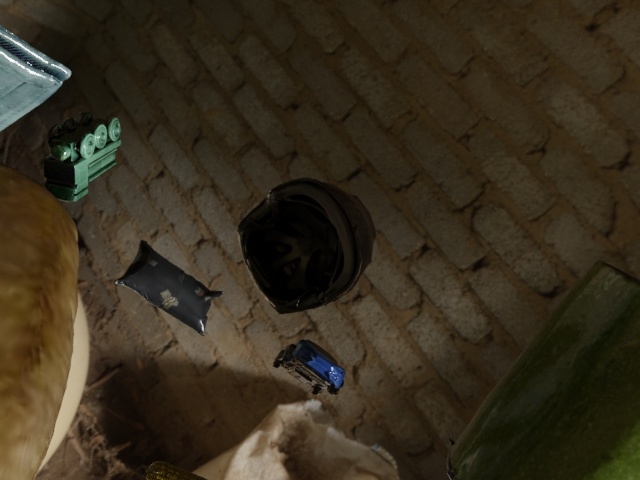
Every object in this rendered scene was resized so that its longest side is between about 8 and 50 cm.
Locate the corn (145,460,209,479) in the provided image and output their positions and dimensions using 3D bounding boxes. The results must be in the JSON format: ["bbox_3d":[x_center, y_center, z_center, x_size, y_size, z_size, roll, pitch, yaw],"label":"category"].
[{"bbox_3d":[-0.412,0.722,1.536,0.238,0.080,0.080,19,12,10],"label":"corn"}]

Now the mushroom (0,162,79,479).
[{"bbox_3d":[-0.301,0.094,0.341,0.313,0.397,0.224,7,-37,37],"label":"mushroom"}]

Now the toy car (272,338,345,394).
[{"bbox_3d":[-0.015,0.201,0.848,0.103,0.063,0.216,36,-21,0],"label":"toy car"}]

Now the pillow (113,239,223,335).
[{"bbox_3d":[-0.218,0.070,0.760,0.150,0.048,0.090,37,18,-21],"label":"pillow"}]

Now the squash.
[{"bbox_3d":[0.391,0.250,0.733,0.263,0.384,0.263,30,14,-8],"label":"squash"}]

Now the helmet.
[{"bbox_3d":[0.000,0.000,0.961,0.177,0.305,0.225,-19,86,-50],"label":"helmet"}]

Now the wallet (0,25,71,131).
[{"bbox_3d":[-0.531,-0.241,0.634,0.342,0.237,0.075,32,50,-51],"label":"wallet"}]

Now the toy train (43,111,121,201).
[{"bbox_3d":[-0.379,-0.142,0.835,0.071,0.111,0.170,14,26,-1],"label":"toy train"}]
